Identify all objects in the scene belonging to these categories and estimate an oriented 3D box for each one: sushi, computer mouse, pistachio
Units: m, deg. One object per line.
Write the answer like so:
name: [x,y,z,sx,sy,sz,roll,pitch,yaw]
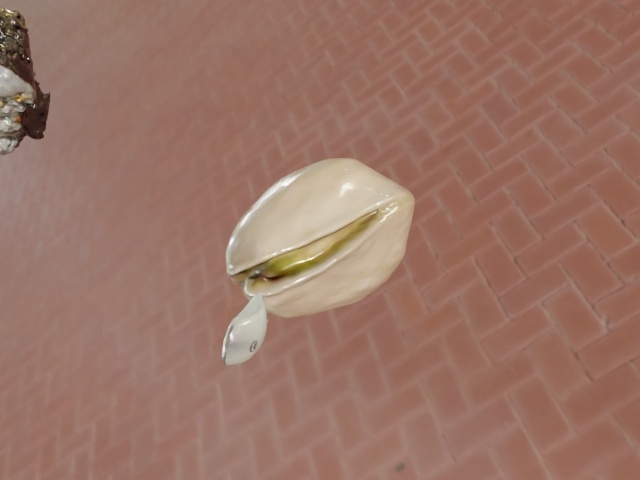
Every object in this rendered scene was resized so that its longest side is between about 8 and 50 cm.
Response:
sushi: [-0.389,-0.186,0.894,0.212,0.147,0.115,137,132,-56]
computer mouse: [-0.075,0.099,0.845,0.032,0.055,0.110,16,25,10]
pistachio: [0.000,0.000,1.066,0.332,0.207,0.226,-25,6,-40]
